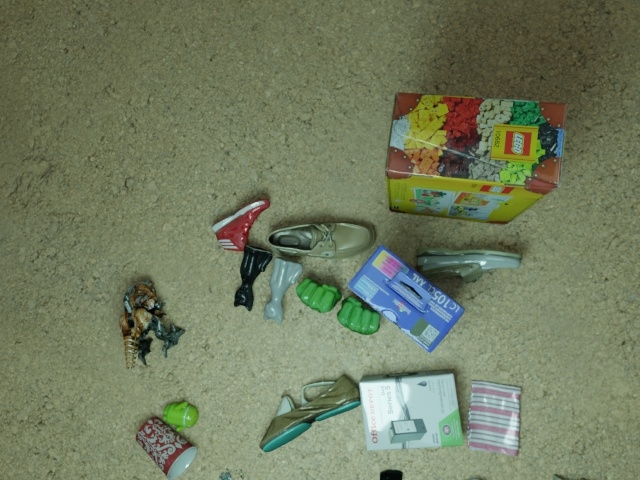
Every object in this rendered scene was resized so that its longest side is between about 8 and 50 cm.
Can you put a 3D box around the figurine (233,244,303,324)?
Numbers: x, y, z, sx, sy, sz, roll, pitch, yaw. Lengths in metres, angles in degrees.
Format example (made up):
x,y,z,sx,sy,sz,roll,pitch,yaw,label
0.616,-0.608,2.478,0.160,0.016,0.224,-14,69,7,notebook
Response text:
x,y,z,sx,sy,sz,roll,pitch,yaw,label
-0.175,0.143,1.518,0.215,0.092,0.209,19,94,34,figurine

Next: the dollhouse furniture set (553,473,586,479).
x,y,z,sx,sy,sz,roll,pitch,yaw,label
0.740,0.727,1.287,0.184,0.129,0.128,4,83,9,dollhouse furniture set

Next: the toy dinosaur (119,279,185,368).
x,y,z,sx,sy,sz,roll,pitch,yaw,label
-0.568,0.268,1.510,0.165,0.218,0.321,-5,39,23,toy dinosaur

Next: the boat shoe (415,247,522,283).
x,y,z,sx,sy,sz,roll,pitch,yaw,label
0.441,0.079,1.441,0.303,0.113,0.103,1,84,20,boat shoe

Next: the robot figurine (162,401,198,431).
x,y,z,sx,sy,sz,roll,pitch,yaw,label
-0.442,0.557,1.533,0.115,0.067,0.101,8,111,10,robot figurine

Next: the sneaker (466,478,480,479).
x,y,z,sx,sy,sz,roll,pitch,yaw,label
0.379,0.787,1.368,0.258,0.094,0.091,-43,96,6,sneaker

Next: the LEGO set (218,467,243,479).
x,y,z,sx,sy,sz,roll,pitch,yaw,label
-0.283,0.741,1.504,0.083,0.023,0.054,-32,78,4,LEGO set

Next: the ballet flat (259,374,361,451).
x,y,z,sx,sy,sz,roll,pitch,yaw,label
-0.044,0.512,1.463,0.343,0.116,0.124,-30,59,4,ballet flat

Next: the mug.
x,y,z,sx,sy,sz,roll,pitch,yaw,label
-0.495,0.656,1.501,0.169,0.113,0.150,31,97,24,mug

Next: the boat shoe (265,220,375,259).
x,y,z,sx,sy,sz,roll,pitch,yaw,label
0.000,0.000,1.516,0.342,0.110,0.121,-6,81,9,boat shoe

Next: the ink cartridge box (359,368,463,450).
x,y,z,sx,sy,sz,roll,pitch,yaw,label
0.259,0.493,1.404,0.273,0.115,0.198,-8,81,8,ink cartridge box

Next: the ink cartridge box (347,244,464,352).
x,y,z,sx,sy,sz,roll,pitch,yaw,label
0.227,0.161,1.312,0.270,0.395,0.151,38,90,12,ink cartridge box

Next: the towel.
x,y,z,sx,sy,sz,roll,pitch,yaw,label
0.508,0.518,1.405,0.144,0.029,0.196,5,83,9,towel

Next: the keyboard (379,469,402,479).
x,y,z,sx,sy,sz,roll,pitch,yaw,label
0.189,0.778,1.426,0.100,0.038,0.191,7,82,-13,keyboard

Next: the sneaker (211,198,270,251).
x,y,z,sx,sy,sz,roll,pitch,yaw,label
-0.240,-0.040,1.586,0.221,0.087,0.128,-28,87,17,sneaker

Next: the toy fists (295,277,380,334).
x,y,z,sx,sy,sz,roll,pitch,yaw,label
0.055,0.201,1.464,0.279,0.142,0.096,28,88,11,toy fists

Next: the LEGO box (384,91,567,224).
x,y,z,sx,sy,sz,roll,pitch,yaw,label
0.374,-0.192,1.283,0.373,0.500,0.193,7,84,10,LEGO box
